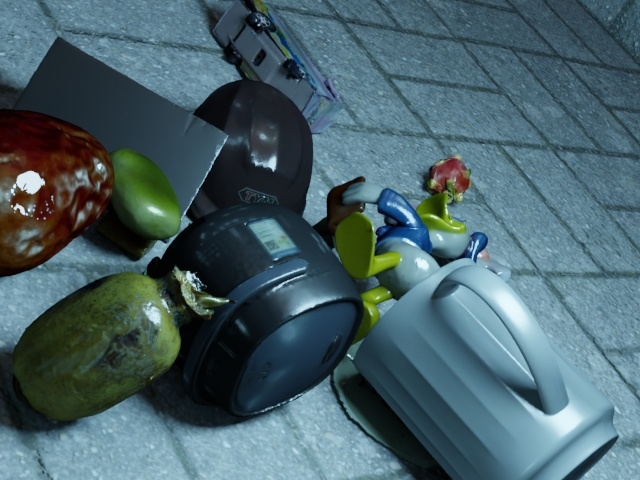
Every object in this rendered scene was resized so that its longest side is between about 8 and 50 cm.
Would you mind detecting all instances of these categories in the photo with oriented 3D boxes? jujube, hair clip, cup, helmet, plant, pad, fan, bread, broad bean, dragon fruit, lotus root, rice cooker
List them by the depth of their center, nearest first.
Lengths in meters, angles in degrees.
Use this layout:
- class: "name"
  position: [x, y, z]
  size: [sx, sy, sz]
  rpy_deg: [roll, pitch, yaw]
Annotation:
- class: "lotus root"
  position: [-0.241, 0.109, 1.588]
  size: [0.154, 0.278, 0.154]
  rpy_deg: [61, 2, -4]
- class: "jujube"
  position: [-0.404, -0.068, 1.744]
  size: [0.223, 0.223, 0.318]
  rpy_deg: [41, 23, 12]
- class: "rice cooker"
  position: [-0.095, 0.084, 1.759]
  size: [0.267, 0.267, 0.224]
  rpy_deg: [-7, 48, -48]
- class: "cup"
  position: [0.245, 0.195, 1.846]
  size: [0.237, 0.323, 0.327]
  rpy_deg: [-31, 67, -27]
- class: "broad bean"
  position: [-0.261, -0.062, 1.919]
  size: [0.124, 0.082, 0.174]
  rpy_deg: [22, 27, -46]
- class: "bread"
  position: [-0.281, -0.007, 1.923]
  size: [0.083, 0.036, 0.047]
  rpy_deg: [35, 38, -1]
- class: "fan"
  position: [0.053, 0.183, 1.986]
  size: [0.415, 0.012, 0.233]
  rpy_deg: [41, 30, 7]
- class: "pad"
  position: [-0.312, -0.151, 2.001]
  size: [0.300, 0.005, 0.202]
  rpy_deg: [29, 72, -6]
- class: "helmet"
  position: [-0.106, -0.137, 2.140]
  size: [0.225, 0.177, 0.305]
  rpy_deg: [18, 32, -28]
- class: "plant"
  position: [0.000, 0.000, 2.166]
  size: [0.051, 0.051, 0.102]
  rpy_deg: [34, 36, 1]
- class: "hair clip"
  position: [0.227, 0.009, 2.352]
  size: [0.146, 0.075, 0.257]
  rpy_deg: [-15, 50, -46]
- class: "dragon fruit"
  position: [0.242, -0.111, 2.523]
  size: [0.086, 0.081, 0.116]
  rpy_deg: [43, 29, -4]

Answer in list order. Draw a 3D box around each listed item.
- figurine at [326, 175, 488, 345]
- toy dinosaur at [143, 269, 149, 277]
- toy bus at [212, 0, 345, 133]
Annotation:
- class: "figurine"
  position: [0.122, 0.017, 2.093]
  size: [0.338, 0.204, 0.283]
  rpy_deg: [-4, 31, -39]
- class: "toy dinosaur"
  position: [-0.217, 0.051, 1.916]
  size: [0.062, 0.021, 0.083]
  rpy_deg: [25, 30, 10]
- class: "toy bus"
  position: [-0.075, -0.326, 2.513]
  size: [0.138, 0.112, 0.317]
  rpy_deg: [13, 36, -49]
